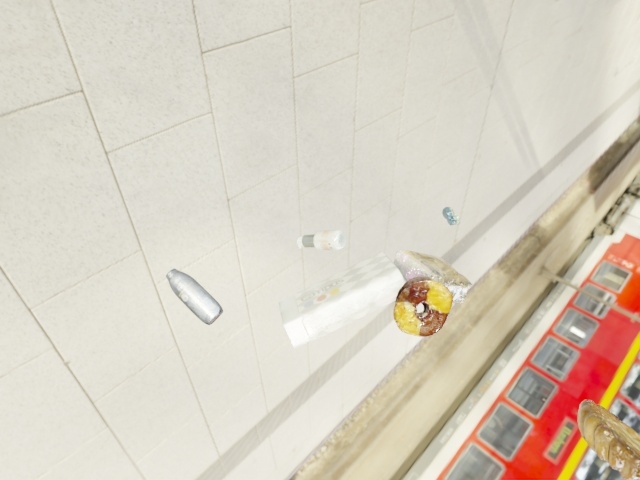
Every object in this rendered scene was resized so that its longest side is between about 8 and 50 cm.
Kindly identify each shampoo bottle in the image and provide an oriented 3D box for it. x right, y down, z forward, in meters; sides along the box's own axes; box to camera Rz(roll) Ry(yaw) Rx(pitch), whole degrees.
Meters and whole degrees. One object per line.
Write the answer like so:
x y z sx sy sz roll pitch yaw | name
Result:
-0.446 0.192 1.562 0.087 0.234 0.049 -47 173 -4 | shampoo bottle
0.000 0.000 1.615 0.074 0.192 0.074 2 88 -53 | shampoo bottle

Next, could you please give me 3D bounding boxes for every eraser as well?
0.066 0.182 1.432 0.397 0.213 0.082 -26 110 -1 | eraser

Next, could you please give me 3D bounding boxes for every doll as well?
0.531 -0.098 1.820 0.050 0.083 0.076 -31 -161 23 | doll

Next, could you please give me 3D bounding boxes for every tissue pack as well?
0.400 0.126 1.594 0.257 0.215 0.123 13 112 -48 | tissue pack

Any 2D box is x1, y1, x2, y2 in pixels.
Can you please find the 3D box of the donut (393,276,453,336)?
0.292 0.186 1.295 0.073 0.166 0.184 -87 180 -70 | donut

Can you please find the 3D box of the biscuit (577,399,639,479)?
0.912 0.627 1.335 0.326 0.326 0.107 10 119 -55 | biscuit
